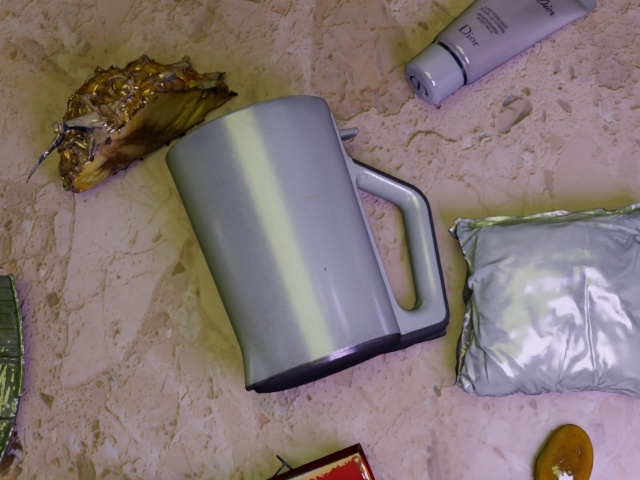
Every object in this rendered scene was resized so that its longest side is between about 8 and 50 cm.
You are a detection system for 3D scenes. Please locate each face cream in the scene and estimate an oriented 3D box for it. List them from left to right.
[{"bbox_3d":[0.270,-0.327,1.695,0.314,0.089,0.143,-38,78,-14],"label":"face cream"}]

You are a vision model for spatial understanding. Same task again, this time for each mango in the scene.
[{"bbox_3d":[0.350,0.317,1.564,0.078,0.057,0.114,16,72,13],"label":"mango"}]

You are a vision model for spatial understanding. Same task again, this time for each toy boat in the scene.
[{"bbox_3d":[-0.494,0.197,1.670,0.093,0.055,0.293,1,79,7],"label":"toy boat"}]

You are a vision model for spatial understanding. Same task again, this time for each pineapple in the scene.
[{"bbox_3d":[-0.314,-0.214,1.682,0.334,0.158,0.161,-33,77,-1],"label":"pineapple"}]

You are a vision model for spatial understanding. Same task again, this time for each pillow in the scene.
[{"bbox_3d":[0.339,0.093,1.566,0.309,0.138,0.284,-3,79,2],"label":"pillow"}]

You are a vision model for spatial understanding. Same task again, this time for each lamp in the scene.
[{"bbox_3d":[-0.089,0.368,1.595,0.041,0.054,0.121,42,85,12],"label":"lamp"}]

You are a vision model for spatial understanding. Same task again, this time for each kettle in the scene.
[{"bbox_3d":[0.000,0.000,1.594,0.361,0.250,0.377,-15,79,-27],"label":"kettle"}]

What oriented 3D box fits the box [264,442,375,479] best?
[{"bbox_3d":[0.023,0.467,1.526,0.197,0.089,0.313,-22,88,2],"label":"box"}]
